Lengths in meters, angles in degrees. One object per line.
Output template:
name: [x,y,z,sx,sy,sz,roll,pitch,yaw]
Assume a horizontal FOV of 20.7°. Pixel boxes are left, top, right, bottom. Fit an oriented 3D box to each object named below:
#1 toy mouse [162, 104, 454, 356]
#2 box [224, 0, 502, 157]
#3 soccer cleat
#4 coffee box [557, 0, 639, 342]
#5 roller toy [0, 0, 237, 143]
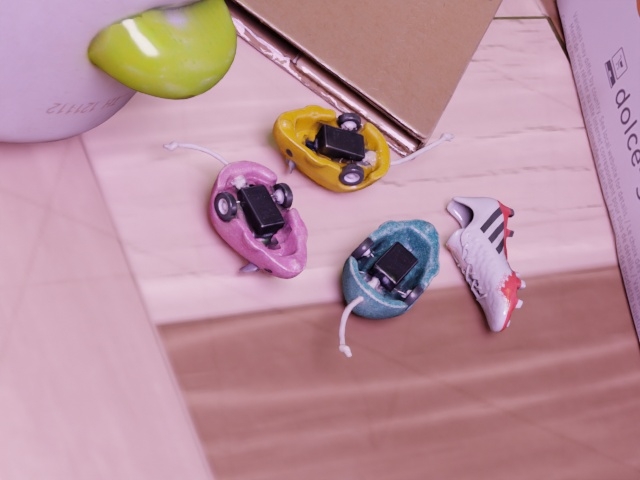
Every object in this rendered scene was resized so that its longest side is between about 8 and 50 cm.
toy mouse: [0.000,0.000,0.828,0.161,0.031,0.143,10,53,-27]
box: [0.021,-0.155,0.962,0.164,0.021,0.201,35,46,-6]
soccer cleat: [0.080,0.011,0.877,0.035,0.029,0.083,12,49,-14]
coffee box: [0.378,-0.072,0.914,0.338,0.334,0.338,9,54,-27]
roller toy: [-0.136,-0.147,0.768,0.191,0.146,0.209,24,42,-28]
